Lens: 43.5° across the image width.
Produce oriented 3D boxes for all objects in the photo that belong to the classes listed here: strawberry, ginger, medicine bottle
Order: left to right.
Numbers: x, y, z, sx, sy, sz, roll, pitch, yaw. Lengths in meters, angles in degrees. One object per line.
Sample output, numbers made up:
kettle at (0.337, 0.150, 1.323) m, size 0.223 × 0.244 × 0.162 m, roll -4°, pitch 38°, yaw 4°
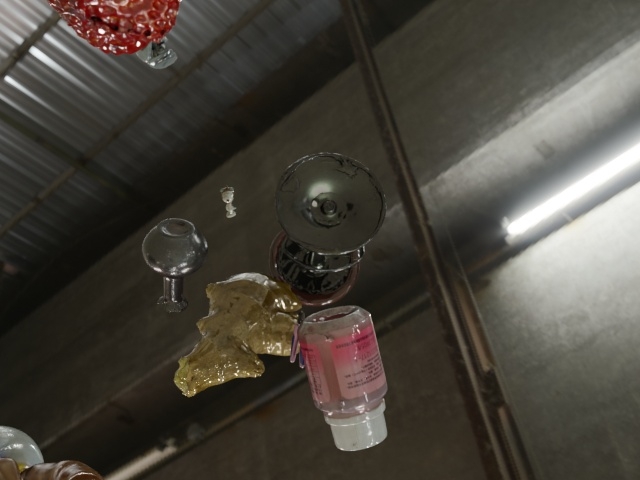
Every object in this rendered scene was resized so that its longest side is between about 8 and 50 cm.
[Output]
strawberry at (-0.349, -0.411, 1.283) m, size 0.205 × 0.244 × 0.205 m, roll -5°, pitch -99°, yaw 28°
ginger at (-0.149, 0.204, 1.643) m, size 0.166 × 0.236 × 0.375 m, roll -47°, pitch -163°, yaw 44°
medicine bottle at (0.048, 0.252, 1.477) m, size 0.147 × 0.147 × 0.246 m, roll -5°, pitch -79°, yaw 45°

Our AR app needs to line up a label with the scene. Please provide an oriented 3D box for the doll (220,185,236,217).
doll at (-0.256, -0.110, 2.254) m, size 0.040 × 0.085 × 0.058 m, roll -9°, pitch -130°, yaw 1°

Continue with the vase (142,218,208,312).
vase at (-0.274, 0.053, 1.501) m, size 0.120 × 0.120 × 0.182 m, roll -122°, pitch -145°, yaw -52°

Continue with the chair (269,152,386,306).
chair at (0.000, 0.000, 1.748) m, size 0.401 × 0.227 × 0.226 m, roll 105°, pitch 3°, yaw -67°

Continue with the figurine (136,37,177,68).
figurine at (-0.386, -0.448, 1.863) m, size 0.094 × 0.082 × 0.086 m, roll -32°, pitch -98°, yaw 51°

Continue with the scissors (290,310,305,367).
scissors at (-0.040, 0.190, 1.552) m, size 0.039 × 0.012 × 0.113 m, roll 23°, pitch -67°, yaw 42°

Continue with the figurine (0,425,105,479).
figurine at (-0.316, 0.281, 0.835) m, size 0.264 × 0.189 × 0.142 m, roll 14°, pitch -109°, yaw 37°
